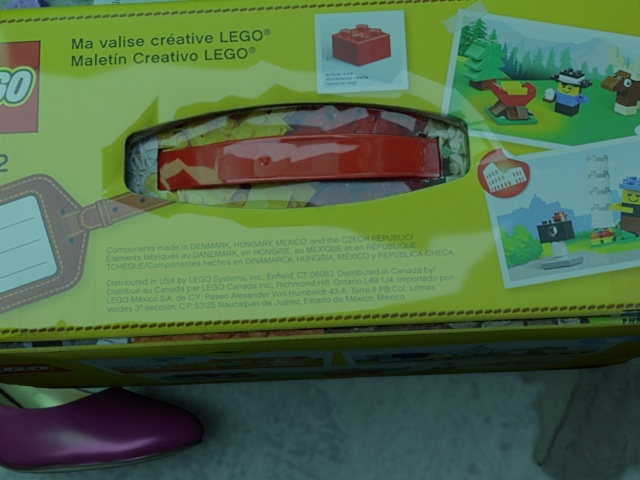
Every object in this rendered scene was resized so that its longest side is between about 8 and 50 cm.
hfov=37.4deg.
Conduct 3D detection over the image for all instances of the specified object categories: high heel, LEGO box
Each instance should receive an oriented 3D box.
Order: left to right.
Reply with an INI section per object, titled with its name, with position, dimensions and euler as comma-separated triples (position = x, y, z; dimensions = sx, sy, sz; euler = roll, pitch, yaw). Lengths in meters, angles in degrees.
[high heel]
position = -0.282, 0.116, 0.886
dimensions = 0.377, 0.127, 0.181
euler = -1, 86, 18
[LEGO box]
position = -0.007, -0.007, 0.667
dimensions = 0.501, 0.372, 0.193
euler = -2, 78, 1

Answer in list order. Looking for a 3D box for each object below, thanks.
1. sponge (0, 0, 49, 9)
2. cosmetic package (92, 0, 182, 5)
[sponge]
position = -0.326, -0.159, 1.024
dimensions = 0.117, 0.031, 0.210
euler = -25, 72, 8
[cosmetic package]
position = -0.089, -0.223, 0.877
dimensions = 0.225, 0.138, 0.224
euler = 11, 78, -10
